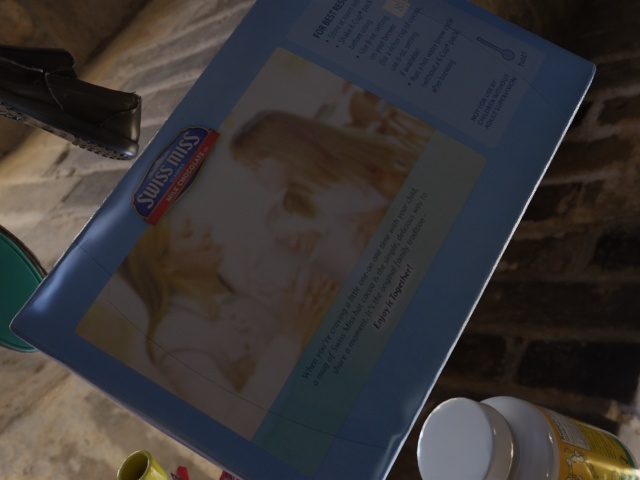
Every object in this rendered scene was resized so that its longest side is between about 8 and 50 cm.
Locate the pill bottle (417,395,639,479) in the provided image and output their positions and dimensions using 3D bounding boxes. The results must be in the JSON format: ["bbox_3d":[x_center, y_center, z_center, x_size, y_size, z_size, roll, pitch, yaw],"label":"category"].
[{"bbox_3d":[0.194,0.212,0.626,0.208,0.117,0.118,25,163,-31],"label":"pill bottle"}]

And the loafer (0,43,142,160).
[{"bbox_3d":[-0.272,-0.151,0.646,0.220,0.078,0.080,24,169,-31],"label":"loafer"}]

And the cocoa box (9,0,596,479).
[{"bbox_3d":[0.000,0.000,0.508,0.232,0.347,0.228,30,162,7],"label":"cocoa box"}]

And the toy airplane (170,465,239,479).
[{"bbox_3d":[-0.170,0.392,1.018,0.151,0.151,0.028,38,123,-14],"label":"toy airplane"}]

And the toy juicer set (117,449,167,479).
[{"bbox_3d":[-0.326,0.497,1.034,0.089,0.209,0.329,57,-178,-37],"label":"toy juicer set"}]

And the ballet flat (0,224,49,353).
[{"bbox_3d":[-0.409,-0.002,0.745,0.316,0.107,0.106,50,168,-19],"label":"ballet flat"}]
